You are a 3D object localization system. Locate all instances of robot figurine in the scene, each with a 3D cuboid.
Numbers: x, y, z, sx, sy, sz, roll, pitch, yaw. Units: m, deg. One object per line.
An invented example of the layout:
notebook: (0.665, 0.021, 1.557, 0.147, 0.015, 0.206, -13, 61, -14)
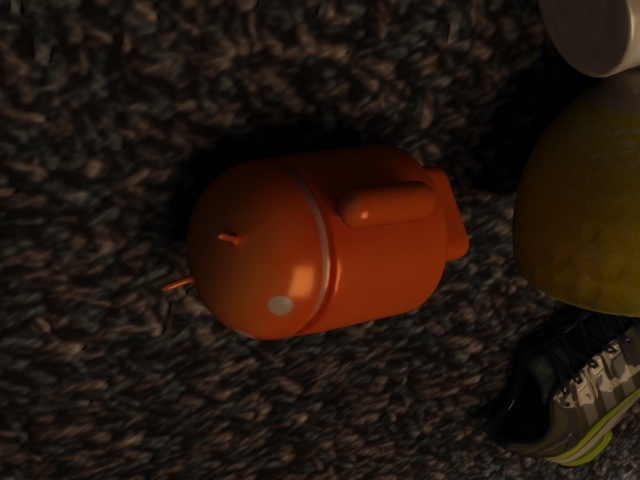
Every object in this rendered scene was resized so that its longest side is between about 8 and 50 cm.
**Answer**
robot figurine: (-0.001, 0.001, 1.011, 0.219, 0.158, 0.128, -9, 115, -37)

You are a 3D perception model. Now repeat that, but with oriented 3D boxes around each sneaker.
sneaker: (0.269, 0.116, 1.428, 0.121, 0.111, 0.300, 0, 129, -38)

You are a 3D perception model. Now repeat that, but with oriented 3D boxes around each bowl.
bowl: (0.280, -0.074, 1.105, 0.289, 0.289, 0.156, -23, 115, -22)

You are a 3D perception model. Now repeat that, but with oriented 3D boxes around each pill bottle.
pill bottle: (0.272, -0.198, 1.036, 0.221, 0.121, 0.121, -22, 143, -23)
